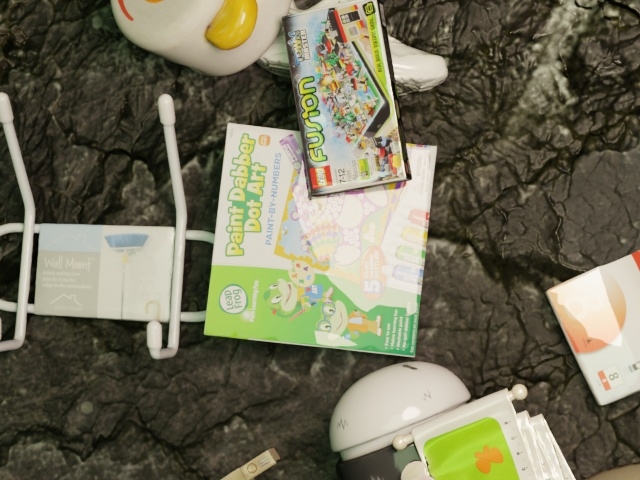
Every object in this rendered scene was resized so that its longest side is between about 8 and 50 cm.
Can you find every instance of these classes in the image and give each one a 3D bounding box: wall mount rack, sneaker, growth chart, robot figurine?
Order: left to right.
[{"bbox_3d":[-0.272,-0.015,1.473,0.350,0.130,0.304,2,86,10],"label":"wall mount rack"},{"bbox_3d":[0.041,-0.239,1.454,0.232,0.090,0.115,12,85,10],"label":"sneaker"},{"bbox_3d":[0.119,0.271,1.361,0.209,0.173,0.278,-22,82,5],"label":"robot figurine"},{"bbox_3d":[0.184,0.264,1.222,0.172,0.021,0.237,-33,66,8],"label":"growth chart"}]

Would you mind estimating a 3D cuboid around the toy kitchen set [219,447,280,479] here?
[{"bbox_3d":[-0.071,0.300,1.444,0.075,0.068,0.083,-34,81,6],"label":"toy kitchen set"}]

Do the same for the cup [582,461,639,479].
[{"bbox_3d":[0.353,0.404,1.266,0.331,0.237,0.331,-1,86,14],"label":"cup"}]

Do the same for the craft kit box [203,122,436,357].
[{"bbox_3d":[0.000,0.000,1.436,0.247,0.061,0.249,6,87,1],"label":"craft kit box"}]

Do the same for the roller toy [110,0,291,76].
[{"bbox_3d":[-0.143,-0.295,1.429,0.191,0.146,0.209,-17,69,35],"label":"roller toy"}]

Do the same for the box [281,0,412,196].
[{"bbox_3d":[0.029,-0.159,1.385,0.114,0.036,0.207,-10,87,14],"label":"box"}]

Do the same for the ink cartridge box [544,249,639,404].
[{"bbox_3d":[0.365,0.086,1.392,0.179,0.045,0.145,-26,82,10],"label":"ink cartridge box"}]
